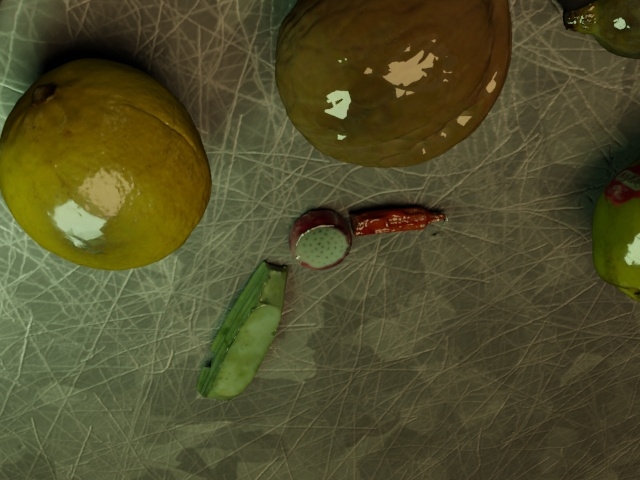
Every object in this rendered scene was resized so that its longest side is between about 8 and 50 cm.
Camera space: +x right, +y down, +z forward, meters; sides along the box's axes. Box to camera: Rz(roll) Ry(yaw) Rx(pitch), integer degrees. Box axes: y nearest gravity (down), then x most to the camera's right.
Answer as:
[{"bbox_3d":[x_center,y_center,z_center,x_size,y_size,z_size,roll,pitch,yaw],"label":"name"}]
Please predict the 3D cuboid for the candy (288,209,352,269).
[{"bbox_3d":[0.000,0.000,2.000,0.103,0.043,0.103,-6,126,-8],"label":"candy"}]

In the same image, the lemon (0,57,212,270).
[{"bbox_3d":[-0.296,-0.100,1.722,0.297,0.297,0.297,-6,126,-8],"label":"lemon"}]

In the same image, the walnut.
[{"bbox_3d":[0.103,-0.253,1.680,0.333,0.332,0.332,-6,126,-8],"label":"walnut"}]

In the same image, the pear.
[{"bbox_3d":[0.606,-0.039,1.971,0.375,0.287,0.287,-43,125,-7],"label":"pear"}]

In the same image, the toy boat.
[{"bbox_3d":[-0.127,0.165,2.084,0.093,0.055,0.293,13,122,-24],"label":"toy boat"}]

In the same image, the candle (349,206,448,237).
[{"bbox_3d":[0.128,-0.028,2.005,0.162,0.048,0.053,-5,156,-11],"label":"candle"}]

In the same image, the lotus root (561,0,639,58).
[{"bbox_3d":[0.504,-0.341,1.803,0.309,0.173,0.173,-16,127,1],"label":"lotus root"}]

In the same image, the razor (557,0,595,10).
[{"bbox_3d":[0.426,-0.469,1.686,0.349,0.113,0.204,-30,98,15],"label":"razor"}]
